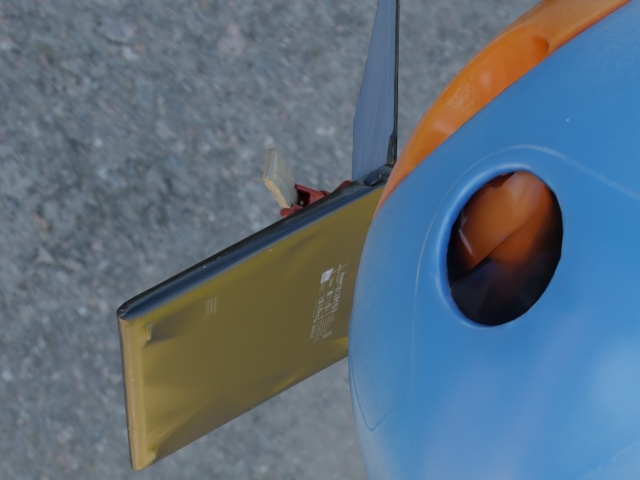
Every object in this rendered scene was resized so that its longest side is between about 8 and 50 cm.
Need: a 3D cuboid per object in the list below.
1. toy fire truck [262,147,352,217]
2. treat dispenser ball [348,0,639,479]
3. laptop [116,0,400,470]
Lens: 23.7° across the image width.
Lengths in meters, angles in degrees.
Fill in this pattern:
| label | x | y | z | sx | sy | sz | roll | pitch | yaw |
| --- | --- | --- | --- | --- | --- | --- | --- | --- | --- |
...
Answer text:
| label | x | y | z | sx | sy | sz | roll | pitch | yaw |
| --- | --- | --- | --- | --- | --- | --- | --- | --- | --- |
| toy fire truck | 0.000 | 0.000 | 1.983 | 0.246 | 0.217 | 0.158 | 19 | 141 | -27 |
| treat dispenser ball | 0.154 | 0.039 | 0.525 | 0.288 | 0.288 | 0.288 | -14 | 121 | -24 |
| laptop | -0.054 | -0.034 | 1.409 | 0.407 | 0.236 | 0.382 | -28 | 159 | -18 |
